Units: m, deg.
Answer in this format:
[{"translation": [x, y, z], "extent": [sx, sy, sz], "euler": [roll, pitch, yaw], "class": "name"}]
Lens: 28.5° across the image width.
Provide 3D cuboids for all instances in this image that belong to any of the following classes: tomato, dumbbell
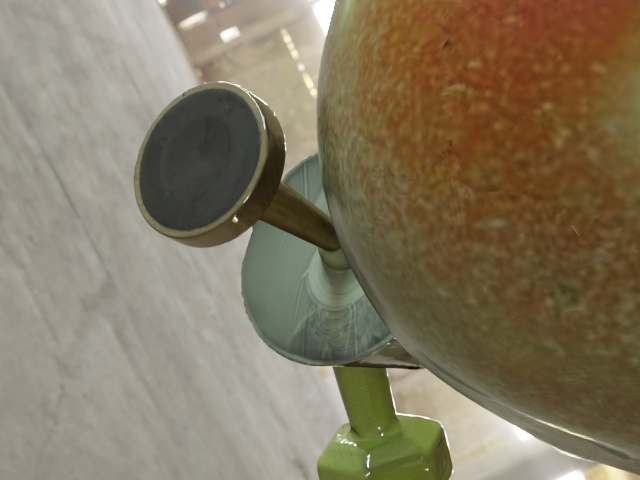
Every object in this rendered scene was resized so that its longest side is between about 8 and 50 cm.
[{"translation": [0.145, -0.025, 0.497], "extent": [0.304, 0.239, 0.303], "euler": [30, -3, 2], "class": "tomato"}, {"translation": [0.030, 0.095, 1.085], "extent": [0.121, 0.108, 0.301], "euler": [-46, 124, -65], "class": "dumbbell"}]

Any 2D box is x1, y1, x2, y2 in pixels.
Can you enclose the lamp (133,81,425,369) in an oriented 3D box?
[{"translation": [0.000, 0.000, 0.618], "extent": [0.215, 0.121, 0.121], "euler": [29, 29, -53], "class": "lamp"}]
